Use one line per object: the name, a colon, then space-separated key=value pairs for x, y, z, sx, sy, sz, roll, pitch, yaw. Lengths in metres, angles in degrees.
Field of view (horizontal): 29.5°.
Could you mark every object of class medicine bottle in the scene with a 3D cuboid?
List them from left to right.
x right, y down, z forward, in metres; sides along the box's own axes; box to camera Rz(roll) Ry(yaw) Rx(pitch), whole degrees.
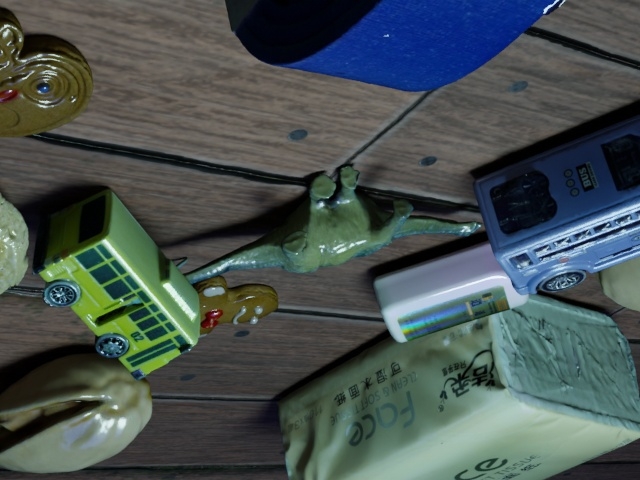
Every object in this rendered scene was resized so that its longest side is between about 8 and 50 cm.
medicine bottle: x=0.177 y=0.052 z=1.440 sx=0.219 sy=0.078 sz=0.115 roll=-18 pitch=152 yaw=7

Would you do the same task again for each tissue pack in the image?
tissue pack: x=0.193 y=0.245 z=1.690 sx=0.332 sy=0.205 sz=0.405 roll=18 pitch=138 yaw=-42

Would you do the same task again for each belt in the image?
belt: x=0.072 y=-0.233 z=0.675 sx=0.117 sy=0.212 sz=0.347 roll=5 pitch=144 yaw=-36

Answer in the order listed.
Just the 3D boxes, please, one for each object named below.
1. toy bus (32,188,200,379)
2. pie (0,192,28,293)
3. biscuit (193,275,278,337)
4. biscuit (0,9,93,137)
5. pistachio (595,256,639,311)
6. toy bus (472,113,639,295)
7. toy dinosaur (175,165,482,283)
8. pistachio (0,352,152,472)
toy bus: x=-0.189 y=0.044 z=1.162 sx=0.101 sy=0.088 sz=0.175 roll=-25 pitch=128 yaw=13
pie: x=-0.360 y=0.005 z=1.061 sx=0.179 sy=0.084 sz=0.205 roll=-21 pitch=150 yaw=12
biscuit: x=-0.144 y=0.083 z=1.393 sx=0.205 sy=0.031 sz=0.138 roll=-5 pitch=152 yaw=-22
biscuit: x=-0.251 y=-0.124 z=0.929 sx=0.124 sy=0.026 sz=0.175 roll=-25 pitch=152 yaw=20
pistachio: x=0.411 y=0.010 z=1.410 sx=0.126 sy=0.152 sz=0.223 roll=-1 pitch=169 yaw=-33
toy bus: x=0.313 y=-0.054 z=1.250 sx=0.292 sy=0.125 sz=0.133 roll=-21 pitch=153 yaw=16
toy dinosaur: x=0.005 y=-0.005 z=1.242 sx=0.363 sy=0.076 sz=0.147 roll=-12 pitch=157 yaw=-10
pistachio: x=-0.302 y=0.206 z=1.442 sx=0.215 sy=0.144 sz=0.144 roll=-16 pitch=155 yaw=16
